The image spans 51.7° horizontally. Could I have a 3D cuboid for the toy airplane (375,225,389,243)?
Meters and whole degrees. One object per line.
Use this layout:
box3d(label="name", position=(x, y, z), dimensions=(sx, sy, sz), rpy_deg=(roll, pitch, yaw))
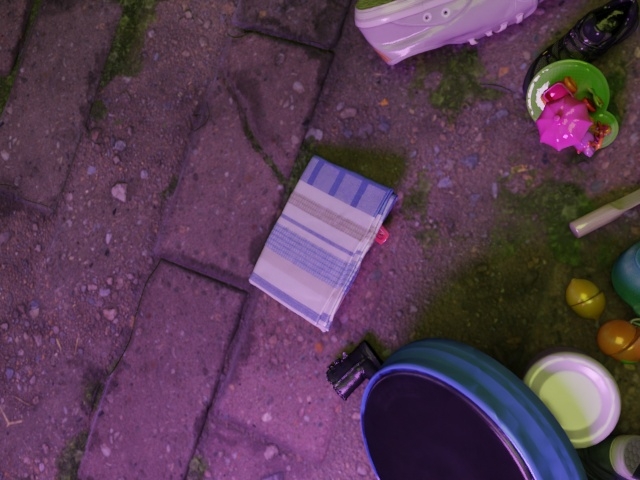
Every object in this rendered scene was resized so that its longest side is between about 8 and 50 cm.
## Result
box3d(label="toy airplane", position=(0.059, -0.027, 1.229), dimensions=(0.151, 0.028, 0.151), rpy_deg=(-4, 79, 22))

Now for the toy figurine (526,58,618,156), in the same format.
box3d(label="toy figurine", position=(0.398, -0.181, 1.038), dimensions=(0.173, 0.159, 0.130), rpy_deg=(45, 127, -10))

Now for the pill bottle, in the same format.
box3d(label="pill bottle", position=(0.370, 0.227, 0.995), dimensions=(0.131, 0.229, 0.131), rpy_deg=(-2, 84, 18))

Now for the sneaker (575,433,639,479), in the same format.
box3d(label="sneaker", position=(0.478, 0.352, 1.029), dimensions=(0.226, 0.163, 0.086), rpy_deg=(29, 66, -19))

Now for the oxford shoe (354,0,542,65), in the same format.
box3d(label="oxford shoe", position=(0.285, -0.418, 1.151), dimensions=(0.450, 0.169, 0.130), rpy_deg=(-16, 121, 8))

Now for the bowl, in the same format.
box3d(label="bowl", position=(0.207, 0.340, 0.991), dimensions=(0.391, 0.077, 0.391), rpy_deg=(30, 132, 42))

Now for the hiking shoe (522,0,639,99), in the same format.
box3d(label="hiking shoe", position=(0.426, -0.325, 1.093), dimensions=(0.227, 0.114, 0.086), rpy_deg=(-43, 73, 10))

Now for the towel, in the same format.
box3d(label="towel", position=(0.000, 0.000, 1.216), dimensions=(0.209, 0.034, 0.285), rpy_deg=(28, 92, 33))

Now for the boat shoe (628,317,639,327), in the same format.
box3d(label="boat shoe", position=(0.577, 0.171, 1.006), dimensions=(0.226, 0.076, 0.083), rpy_deg=(9, 72, 19))

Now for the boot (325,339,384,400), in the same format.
box3d(label="boot", position=(0.073, 0.250, 1.188), dimensions=(0.099, 0.045, 0.121), rpy_deg=(-41, 67, 8))

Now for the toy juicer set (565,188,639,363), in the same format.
box3d(label="toy juicer set", position=(0.487, 0.056, 1.030), dimensions=(0.209, 0.089, 0.328), rpy_deg=(-12, 51, 18))
